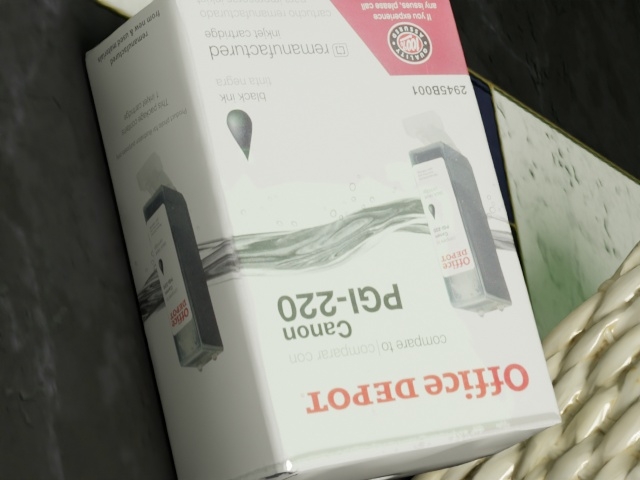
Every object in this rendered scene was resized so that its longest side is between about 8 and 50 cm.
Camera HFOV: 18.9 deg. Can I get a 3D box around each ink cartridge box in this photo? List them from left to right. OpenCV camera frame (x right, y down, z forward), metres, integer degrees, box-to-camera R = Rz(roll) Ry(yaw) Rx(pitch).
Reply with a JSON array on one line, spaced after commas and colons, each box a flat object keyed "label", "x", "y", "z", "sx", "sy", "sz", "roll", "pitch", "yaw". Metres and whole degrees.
[{"label": "ink cartridge box", "x": 0.000, "y": 0.000, "z": 0.866, "sx": 0.158, "sy": 0.092, "sz": 0.218, "roll": -6, "pitch": 78, "yaw": -35}]

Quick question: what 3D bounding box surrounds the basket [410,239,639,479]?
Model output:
[{"label": "basket", "x": 0.266, "y": 0.151, "z": 0.947, "sx": 0.266, "sy": 0.331, "sz": 0.328, "roll": 48, "pitch": -9, "yaw": -25}]
